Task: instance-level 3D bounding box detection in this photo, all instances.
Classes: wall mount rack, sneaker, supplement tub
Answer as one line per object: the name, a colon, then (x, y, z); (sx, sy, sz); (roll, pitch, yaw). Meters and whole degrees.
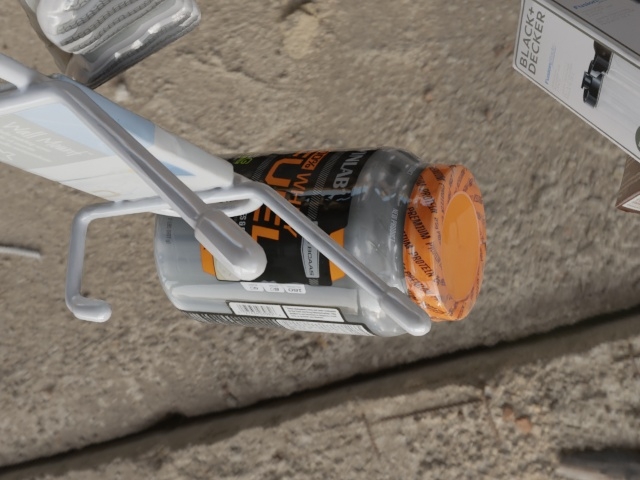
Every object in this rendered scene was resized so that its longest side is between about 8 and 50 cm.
wall mount rack: (-0.110, -0.013, 0.536); (0.304, 0.350, 0.131); (-5, 76, 27)
sneaker: (-0.145, -0.172, 0.545); (0.105, 0.281, 0.115); (-34, 95, -10)
supplement tub: (0.000, 0.000, 0.908); (0.315, 0.193, 0.194); (0, 107, 29)

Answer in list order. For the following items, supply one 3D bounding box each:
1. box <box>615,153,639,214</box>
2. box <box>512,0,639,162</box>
box: (0.551, -0.134, 1.260); (0.166, 0.168, 0.203); (15, 85, 7)
box: (0.318, -0.143, 0.738); (0.290, 0.169, 0.087); (53, 157, 42)
